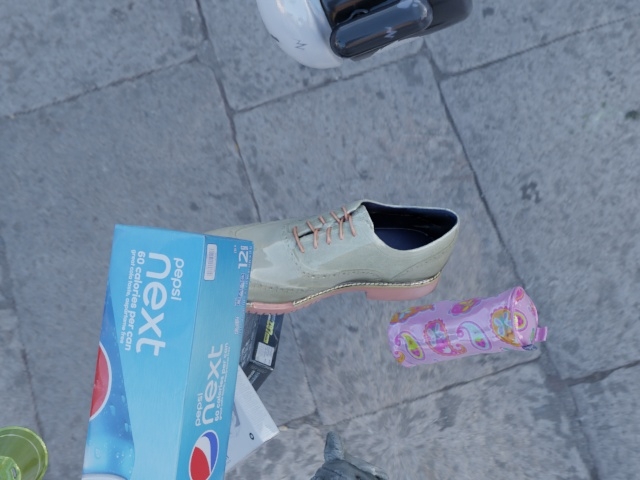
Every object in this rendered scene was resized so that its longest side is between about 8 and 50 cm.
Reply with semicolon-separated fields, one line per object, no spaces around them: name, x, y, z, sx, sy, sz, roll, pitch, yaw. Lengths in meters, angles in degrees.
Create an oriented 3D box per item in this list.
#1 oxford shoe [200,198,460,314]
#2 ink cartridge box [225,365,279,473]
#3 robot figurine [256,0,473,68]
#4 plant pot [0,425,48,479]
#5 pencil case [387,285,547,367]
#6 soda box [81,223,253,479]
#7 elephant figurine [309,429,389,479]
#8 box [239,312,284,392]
oxford shoe;0.000;0.000;1.058;0.396;0.147;0.141;-5;53;-23
ink cartridge box;-0.187;0.303;1.471;0.045;0.223;0.224;-21;71;-37
robot figurine;0.065;-0.295;0.872;0.278;0.209;0.174;-18;95;15
plant pot;-0.368;0.268;0.925;0.083;0.079;0.083;0;90;-10
pencil case;0.265;0.165;1.464;0.284;0.124;0.124;-15;72;36
soda box;-0.101;0.098;0.517;0.071;0.067;0.210;8;90;23
elephant figurine;0.032;0.326;0.995;0.185;0.239;0.169;-18;40;20
box;-0.142;0.223;1.696;0.059;0.183;0.233;24;42;-14
